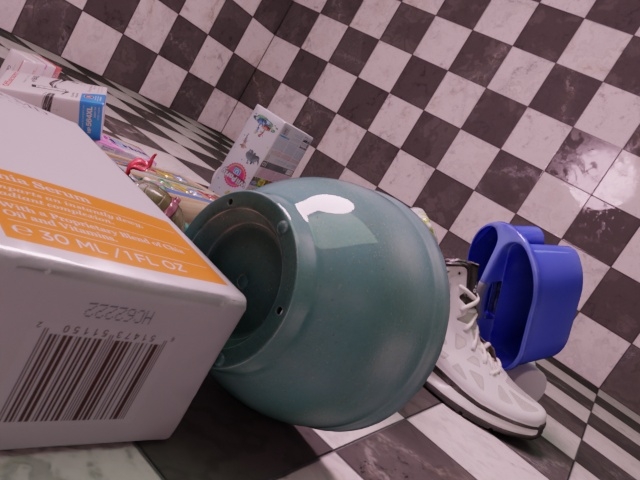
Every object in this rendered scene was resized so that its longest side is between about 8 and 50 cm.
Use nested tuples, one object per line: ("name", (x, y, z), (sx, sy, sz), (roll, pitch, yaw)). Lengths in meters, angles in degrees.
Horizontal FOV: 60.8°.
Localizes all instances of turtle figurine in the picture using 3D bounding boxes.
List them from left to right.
("turtle figurine", (-0.246, -0.022, 0.780), (0.234, 0.118, 0.175), (47, 47, -21))

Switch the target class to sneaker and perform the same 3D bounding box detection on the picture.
("sneaker", (0.301, 0.189, 1.105), (0.447, 0.258, 0.169), (33, 9, 8))

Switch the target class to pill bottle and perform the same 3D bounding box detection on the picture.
("pill bottle", (0.442, 0.300, 1.358), (0.136, 0.136, 0.246), (27, 10, -24))

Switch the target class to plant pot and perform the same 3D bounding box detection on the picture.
("plant pot", (-0.035, 0.055, 0.587), (0.293, 0.293, 0.196), (38, 9, 37))

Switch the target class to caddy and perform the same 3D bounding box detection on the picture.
("caddy", (0.418, 0.122, 1.210), (0.179, 0.341, 0.241), (-5, 25, -19))

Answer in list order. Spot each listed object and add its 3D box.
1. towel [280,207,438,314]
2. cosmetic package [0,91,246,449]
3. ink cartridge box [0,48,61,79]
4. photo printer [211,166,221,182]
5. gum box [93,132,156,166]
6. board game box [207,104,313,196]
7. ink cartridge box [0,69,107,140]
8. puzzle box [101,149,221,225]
("towel", (0.061, 0.030, 1.034), (0.090, 0.320, 0.374), (63, 12, 2))
("cosmetic package", (-0.302, -0.014, 0.541), (0.453, 0.162, 0.230), (37, 11, 38))
("ink cartridge box", (-0.749, -0.412, 1.378), (0.067, 0.115, 0.198), (31, 8, -8))
("photo printer", (-0.162, -0.116, 1.729), (0.256, 0.107, 0.307), (37, 11, 35))
("gum box", (-0.490, -0.202, 1.258), (0.107, 0.062, 0.188), (38, 12, 38))
("board game box", (-0.161, -0.170, 1.392), (0.097, 0.303, 0.224), (33, 9, 15))
("ink cartridge box", (-0.562, -0.284, 1.146), (0.203, 0.086, 0.148), (6, 27, -22))
("puzzle box", (-0.348, -0.108, 1.003), (0.272, 0.052, 0.409), (28, 8, 35))
